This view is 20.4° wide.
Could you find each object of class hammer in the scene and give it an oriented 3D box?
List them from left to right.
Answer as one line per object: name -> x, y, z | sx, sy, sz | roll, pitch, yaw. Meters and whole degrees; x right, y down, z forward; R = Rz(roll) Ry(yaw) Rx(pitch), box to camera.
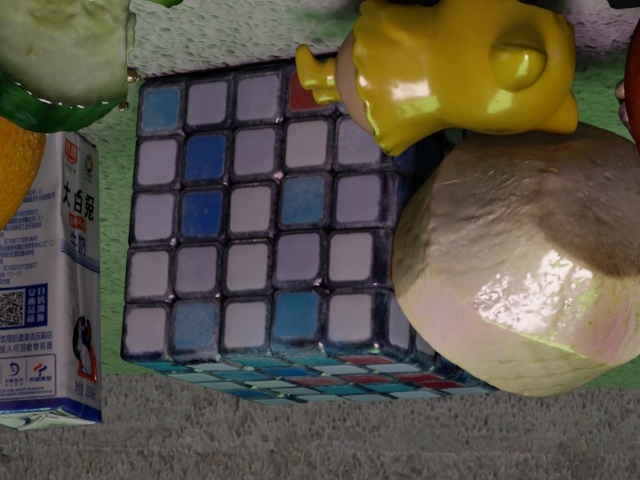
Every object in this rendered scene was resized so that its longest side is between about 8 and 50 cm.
hammer -> -0.193, -0.147, 1.762 | 0.029, 0.014, 0.123 | 13, 166, -5

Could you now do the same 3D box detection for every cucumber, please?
cucumber -> -0.192, -0.183, 1.285 | 0.191, 0.191, 0.130 | 6, 165, -15

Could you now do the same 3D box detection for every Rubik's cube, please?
Rubik's cube -> 0.000, 0.000, 1.758 | 0.292, 0.293, 0.287 | -7, 164, 26

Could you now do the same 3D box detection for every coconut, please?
coconut -> 0.188, 0.013, 1.565 | 0.259, 0.259, 0.259 | 2, 166, 0

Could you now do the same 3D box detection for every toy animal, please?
toy animal -> 0.097, -0.141, 1.491 | 0.229, 0.156, 0.156 | 0, 166, 22

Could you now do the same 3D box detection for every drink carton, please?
drink carton -> -0.298, 0.037, 1.893 | 0.106, 0.315, 0.130 | -4, 166, 10

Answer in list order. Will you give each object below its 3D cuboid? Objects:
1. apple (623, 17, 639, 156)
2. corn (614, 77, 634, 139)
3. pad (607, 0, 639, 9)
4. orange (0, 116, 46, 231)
apple -> 0.350, -0.121, 1.339 | 0.230, 0.230, 0.230 | 2, 166, 0
corn -> 0.409, -0.109, 1.609 | 0.335, 0.127, 0.126 | 11, 163, -35
pad -> 0.336, -0.221, 1.403 | 0.243, 0.004, 0.163 | -3, 165, 17
orange -> -0.367, -0.094, 1.489 | 0.274, 0.274, 0.274 | 2, 166, 0
